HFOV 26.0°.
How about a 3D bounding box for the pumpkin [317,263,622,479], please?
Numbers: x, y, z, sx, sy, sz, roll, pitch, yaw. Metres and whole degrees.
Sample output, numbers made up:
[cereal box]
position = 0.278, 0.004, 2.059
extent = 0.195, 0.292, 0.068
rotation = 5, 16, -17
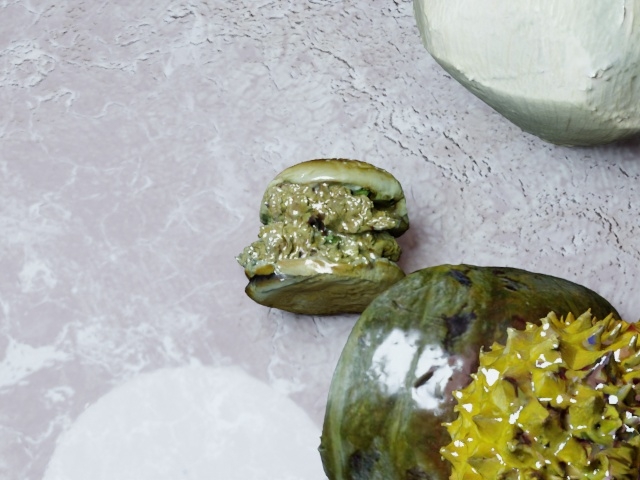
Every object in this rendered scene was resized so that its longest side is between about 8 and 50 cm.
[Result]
[pumpkin]
position = 0.142, 0.107, 1.216
extent = 0.312, 0.169, 0.148
rotation = -45, 28, -20

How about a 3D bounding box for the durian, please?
[durian]
position = 0.188, 0.183, 1.075
extent = 0.191, 0.112, 0.341
rotation = 13, 64, 1

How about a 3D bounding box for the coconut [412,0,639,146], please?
[coconut]
position = 0.245, -0.255, 1.291
extent = 0.346, 0.360, 0.346
rotation = 9, 22, -4

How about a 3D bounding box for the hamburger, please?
[hamburger]
position = 0.000, 0.000, 1.303
extent = 0.185, 0.159, 0.131
rotation = -12, 68, 27
